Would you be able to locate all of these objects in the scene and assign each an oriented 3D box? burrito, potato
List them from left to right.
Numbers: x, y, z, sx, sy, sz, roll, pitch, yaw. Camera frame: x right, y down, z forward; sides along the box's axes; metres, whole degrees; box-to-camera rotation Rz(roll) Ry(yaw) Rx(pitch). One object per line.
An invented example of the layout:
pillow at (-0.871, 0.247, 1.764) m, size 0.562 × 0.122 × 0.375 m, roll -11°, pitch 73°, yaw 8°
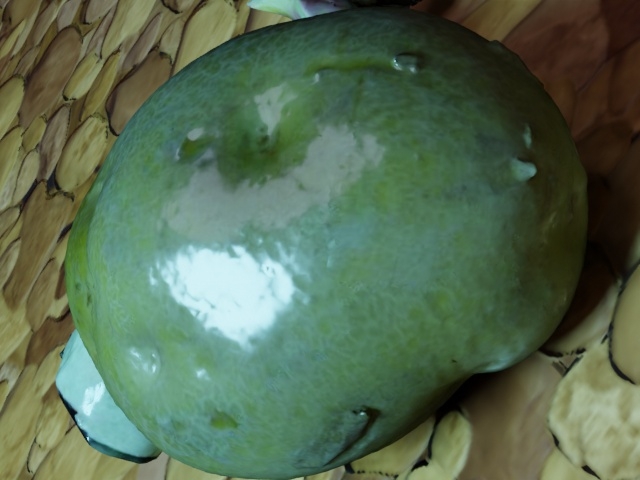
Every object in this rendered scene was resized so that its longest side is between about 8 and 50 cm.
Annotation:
burrito at (-0.042, -0.012, 0.950) m, size 0.229 × 0.089 × 0.144 m, roll -57°, pitch 12°, yaw 18°
potato at (0.000, 0.000, 0.793) m, size 0.235 × 0.178 × 0.160 m, roll -14°, pitch 4°, yaw 37°

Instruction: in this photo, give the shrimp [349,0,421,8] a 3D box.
shrimp at (0.073, -0.180, 0.950) m, size 0.174 × 0.076 × 0.082 m, roll -51°, pitch 51°, yaw 35°
